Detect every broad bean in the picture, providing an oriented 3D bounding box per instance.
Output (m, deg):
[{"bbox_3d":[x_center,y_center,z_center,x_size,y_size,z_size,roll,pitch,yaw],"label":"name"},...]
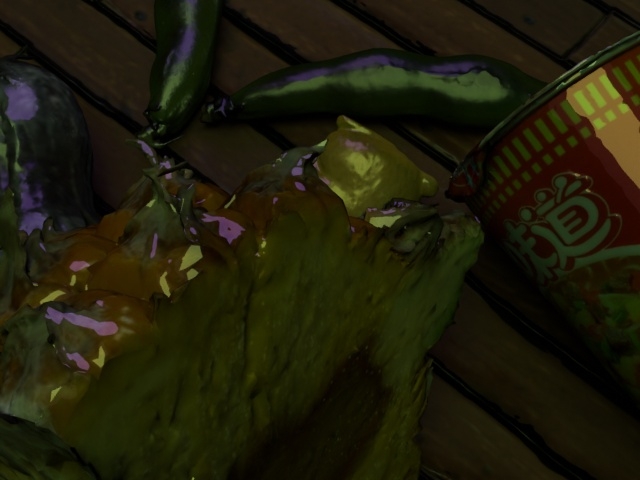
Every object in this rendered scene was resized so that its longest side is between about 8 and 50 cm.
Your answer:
[{"bbox_3d":[0.057,-0.112,0.664,0.297,0.043,0.060,2,78,6],"label":"broad bean"},{"bbox_3d":[-0.108,-0.189,0.706,0.065,0.046,0.255,-8,67,15],"label":"broad bean"}]

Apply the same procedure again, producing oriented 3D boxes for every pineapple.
[{"bbox_3d":[-0.060,0.060,0.506,0.209,0.344,0.286,18,52,30],"label":"pineapple"}]

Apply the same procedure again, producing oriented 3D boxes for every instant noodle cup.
[{"bbox_3d":[0.206,0.008,0.537,0.193,0.193,0.212,-29,76,-8],"label":"instant noodle cup"}]

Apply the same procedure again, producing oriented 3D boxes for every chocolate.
[{"bbox_3d":[-0.194,-0.011,0.604,0.110,0.110,0.248,-13,64,-2],"label":"chocolate"}]

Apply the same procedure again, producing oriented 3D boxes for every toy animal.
[{"bbox_3d":[0.002,0.001,0.608,0.083,0.070,0.159,35,78,15],"label":"toy animal"}]
